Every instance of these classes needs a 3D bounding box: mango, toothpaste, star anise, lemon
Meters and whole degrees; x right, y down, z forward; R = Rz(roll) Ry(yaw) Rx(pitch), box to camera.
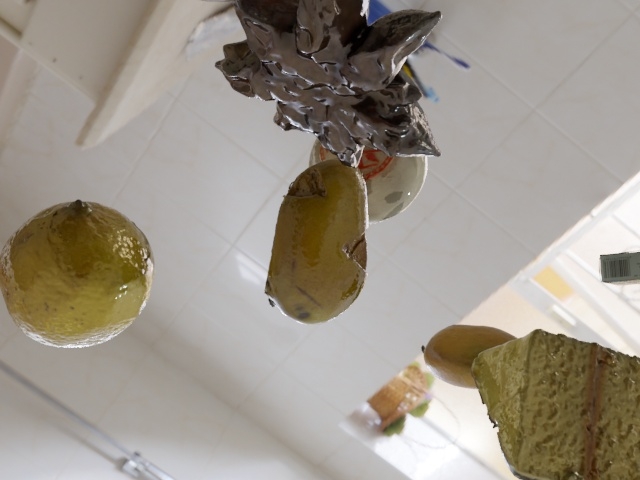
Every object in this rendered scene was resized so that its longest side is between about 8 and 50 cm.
[{"bbox_3d":[0.000,0.000,1.118,0.130,0.167,0.261,-164,-99,-71],"label":"mango"},{"bbox_3d":[0.392,0.025,0.790,0.164,0.046,0.034,-10,-104,43],"label":"toothpaste"},{"bbox_3d":[0.024,-0.190,0.842,0.108,0.315,0.315,-59,-171,-29],"label":"star anise"},{"bbox_3d":[0.347,0.252,1.551,0.177,0.119,0.317,-18,-165,-38],"label":"mango"},{"bbox_3d":[-0.388,0.056,1.146,0.254,0.228,0.228,-34,-163,36],"label":"lemon"}]

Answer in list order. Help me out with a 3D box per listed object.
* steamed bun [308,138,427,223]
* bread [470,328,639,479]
[{"bbox_3d":[0.080,-0.150,1.358,0.231,0.232,0.145,-53,149,-1],"label":"steamed bun"},{"bbox_3d":[0.387,0.302,1.177,0.198,0.264,0.236,132,-28,-57],"label":"bread"}]
